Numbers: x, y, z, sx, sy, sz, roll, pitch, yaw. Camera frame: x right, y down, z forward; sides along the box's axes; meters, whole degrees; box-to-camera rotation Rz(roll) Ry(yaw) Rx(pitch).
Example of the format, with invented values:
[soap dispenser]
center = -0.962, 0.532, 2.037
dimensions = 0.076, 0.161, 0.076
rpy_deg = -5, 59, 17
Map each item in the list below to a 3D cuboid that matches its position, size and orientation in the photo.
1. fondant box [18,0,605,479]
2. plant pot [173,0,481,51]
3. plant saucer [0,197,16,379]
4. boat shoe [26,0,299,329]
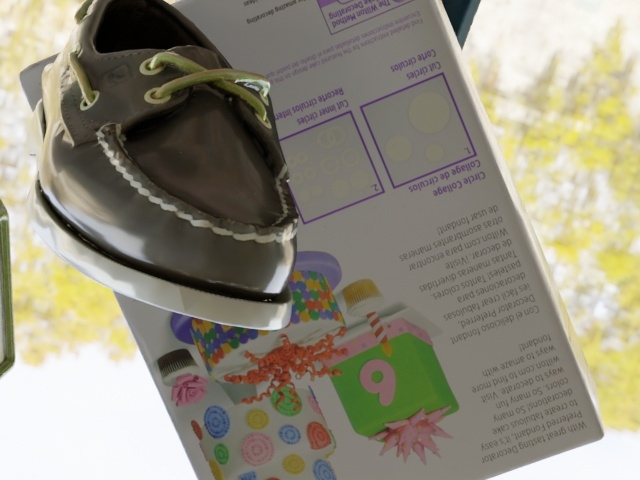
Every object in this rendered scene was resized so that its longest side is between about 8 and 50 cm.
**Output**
[fondant box]
center = 0.000, 0.000, 0.915
dimensions = 0.238, 0.330, 0.096
rpy_deg = -21, -173, 11
[plant pot]
center = -0.005, -0.273, 1.471
dimensions = 0.247, 0.248, 0.252
rpy_deg = 30, 162, -24
[plant saucer]
center = -0.278, 0.056, 1.139
dimensions = 0.045, 0.188, 0.188
rpy_deg = 5, -161, 12
[boat shoe]
center = -0.072, -0.048, 0.688
dimensions = 0.109, 0.091, 0.305
rpy_deg = 17, -167, -22
